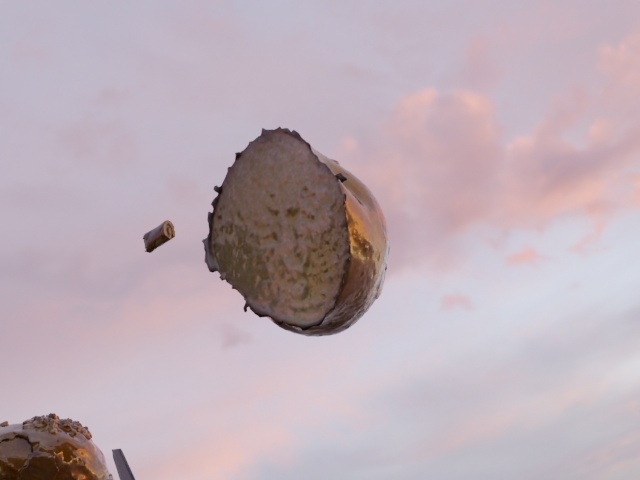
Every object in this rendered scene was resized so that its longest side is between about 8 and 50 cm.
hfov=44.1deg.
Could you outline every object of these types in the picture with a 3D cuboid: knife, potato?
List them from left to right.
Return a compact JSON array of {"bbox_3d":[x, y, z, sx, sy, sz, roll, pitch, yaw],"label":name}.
[{"bbox_3d":[-0.409,0.525,1.690,0.028,0.230,0.060,7,-64,-40],"label":"knife"},{"bbox_3d":[0.000,0.000,1.214,0.237,0.301,0.289,5,-61,-52],"label":"potato"}]

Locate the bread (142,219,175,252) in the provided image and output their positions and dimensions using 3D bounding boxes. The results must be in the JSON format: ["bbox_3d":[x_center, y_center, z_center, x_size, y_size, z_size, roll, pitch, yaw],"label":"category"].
[{"bbox_3d":[-0.356,-0.008,1.739,0.083,0.047,0.036,-28,-25,36],"label":"bread"}]

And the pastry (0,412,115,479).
[{"bbox_3d":[-0.443,0.398,1.253,0.255,0.162,0.311,-8,-57,8],"label":"pastry"}]
